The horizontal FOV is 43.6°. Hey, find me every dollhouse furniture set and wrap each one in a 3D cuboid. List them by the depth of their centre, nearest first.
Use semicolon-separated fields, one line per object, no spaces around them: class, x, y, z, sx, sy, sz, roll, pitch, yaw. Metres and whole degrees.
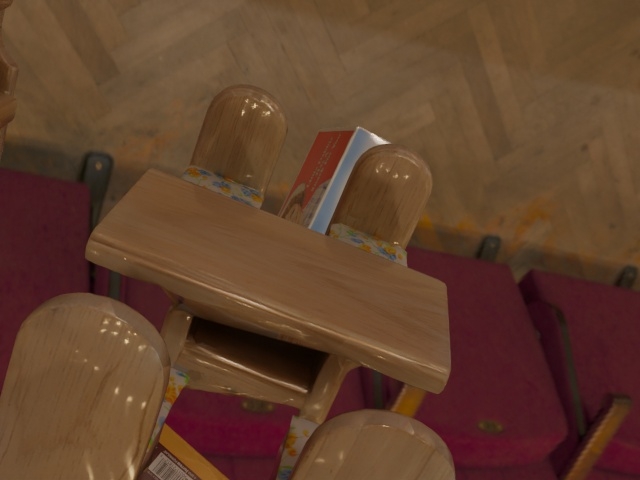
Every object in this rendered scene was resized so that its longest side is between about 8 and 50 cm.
dollhouse furniture set;-0.092;-0.041;0.483;0.394;0.362;0.257;21;116;-3

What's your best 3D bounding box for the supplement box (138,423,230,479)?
supplement box;-0.222;0.307;0.895;0.191;0.129;0.194;42;65;-2

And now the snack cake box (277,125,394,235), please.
snack cake box;0.000;0.000;0.952;0.089;0.152;0.264;26;89;-16
